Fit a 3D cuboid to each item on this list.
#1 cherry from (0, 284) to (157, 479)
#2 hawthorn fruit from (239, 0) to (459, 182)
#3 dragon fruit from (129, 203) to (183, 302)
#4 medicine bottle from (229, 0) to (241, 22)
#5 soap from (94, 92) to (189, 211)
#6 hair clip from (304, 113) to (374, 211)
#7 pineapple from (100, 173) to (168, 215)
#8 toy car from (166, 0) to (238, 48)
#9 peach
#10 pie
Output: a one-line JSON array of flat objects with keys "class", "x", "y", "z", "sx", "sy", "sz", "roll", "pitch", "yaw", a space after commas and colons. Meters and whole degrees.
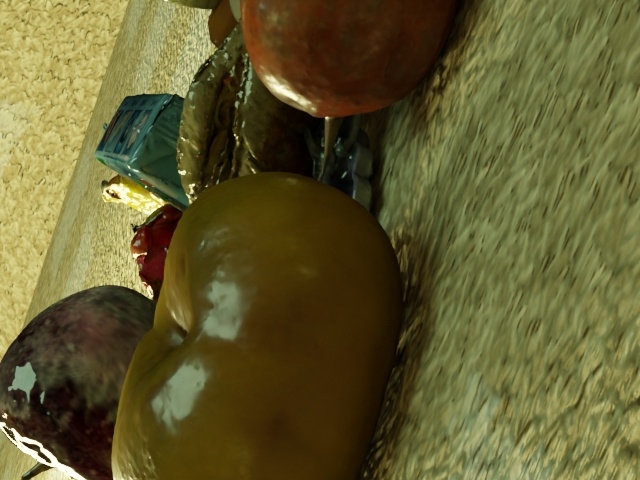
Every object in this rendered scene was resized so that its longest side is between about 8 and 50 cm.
[{"class": "cherry", "x": -0.192, "y": 0.131, "z": 1.422, "sx": 0.195, "sy": 0.195, "sz": 0.195, "roll": -163, "pitch": 90, "yaw": -76}, {"class": "hawthorn fruit", "x": 0.020, "y": -0.141, "z": 1.036, "sx": 0.149, "sy": 0.149, "sz": 0.189, "roll": 149, "pitch": 118, "yaw": -70}, {"class": "dragon fruit", "x": -0.125, "y": 0.022, "z": 1.513, "sx": 0.068, "sy": 0.126, "sz": 0.112, "roll": -22, "pitch": 33, "yaw": 18}, {"class": "medicine bottle", "x": -0.009, "y": -0.197, "z": 1.245, "sx": 0.114, "sy": 0.114, "sz": 0.252, "roll": -92, "pitch": 22, "yaw": -52}, {"class": "soap", "x": -0.105, "y": -0.061, "z": 1.370, "sx": 0.077, "sy": 0.156, "sz": 0.293, "roll": -61, "pitch": 13, "yaw": -3}, {"class": "hair clip", "x": -0.002, "y": 0.000, "z": 1.128, "sx": 0.124, "sy": 0.052, "sz": 0.195, "roll": -155, "pitch": 77, "yaw": -82}, {"class": "pineapple", "x": -0.179, "y": -0.062, "z": 1.802, "sx": 0.116, "sy": 0.137, "sz": 0.069, "roll": 55, "pitch": 148, "yaw": 15}, {"class": "toy car", "x": -0.083, "y": -0.266, "z": 1.399, "sx": 0.235, "sy": 0.235, "sz": 0.145, "roll": -88, "pitch": 20, "yaw": -45}, {"class": "peach", "x": -0.045, "y": 0.077, "z": 0.998, "sx": 0.251, "sy": 0.153, "sz": 0.251, "roll": -45, "pitch": 33, "yaw": 42}, {"class": "pie", "x": -0.032, "y": -0.088, "z": 1.170, "sx": 0.163, "sy": 0.079, "sz": 0.193, "roll": -48, "pitch": -30, "yaw": -35}]
